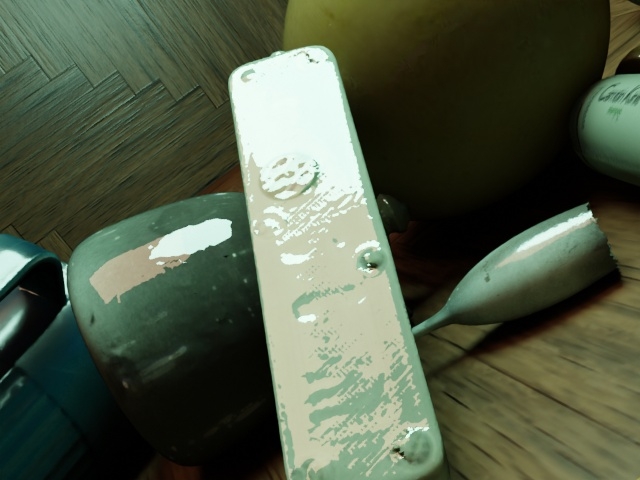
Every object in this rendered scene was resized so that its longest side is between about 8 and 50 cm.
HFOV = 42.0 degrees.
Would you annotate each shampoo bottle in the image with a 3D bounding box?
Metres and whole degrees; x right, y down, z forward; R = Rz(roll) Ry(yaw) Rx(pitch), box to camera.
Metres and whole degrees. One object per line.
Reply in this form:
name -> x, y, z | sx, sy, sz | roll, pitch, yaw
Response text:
shampoo bottle -> 0.246, -0.073, 0.575 | 0.085, 0.085, 0.262 | -34, 8, 8

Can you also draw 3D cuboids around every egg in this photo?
egg -> 0.113, -0.174, 0.805 | 0.301, 0.301, 0.374 | -44, -24, -28

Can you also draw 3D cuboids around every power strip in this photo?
power strip -> 0.000, 0.000, 0.584 | 0.091, 0.062, 0.385 | -15, 53, 4

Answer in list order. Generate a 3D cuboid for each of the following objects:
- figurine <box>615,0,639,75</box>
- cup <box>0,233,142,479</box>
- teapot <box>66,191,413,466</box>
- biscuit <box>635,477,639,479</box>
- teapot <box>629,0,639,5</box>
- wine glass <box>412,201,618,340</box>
figurine -> 0.388, -0.277, 0.777 | 0.382, 0.186, 0.261 | -50, 8, -26
cup -> -0.308, 0.180, 0.789 | 0.308, 0.242, 0.292 | -40, 10, 44
teapot -> -0.043, 0.047, 0.770 | 0.285, 0.223, 0.305 | -29, -13, 0
biscuit -> 0.132, 0.157, 0.262 | 0.144, 0.033, 0.224 | -37, 14, 6
teapot -> 0.471, -0.403, 1.037 | 0.251, 0.184, 0.183 | -29, 10, -25
wine glass -> 0.120, 0.044, 0.612 | 0.198, 0.066, 0.066 | -30, 15, 16
